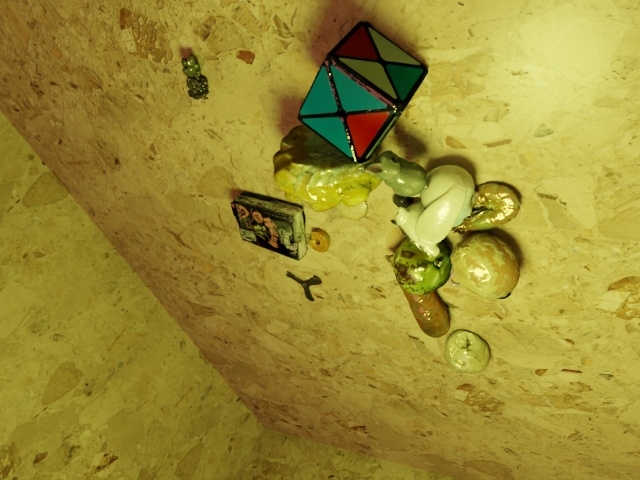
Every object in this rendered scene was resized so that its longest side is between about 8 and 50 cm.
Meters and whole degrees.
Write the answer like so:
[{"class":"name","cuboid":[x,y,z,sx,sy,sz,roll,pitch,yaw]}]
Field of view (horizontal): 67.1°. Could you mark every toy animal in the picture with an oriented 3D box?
[{"class":"toy animal","cuboid":[0.355,-0.113,1.535,0.174,0.249,0.289,17,109,-29]},{"class":"toy animal","cuboid":[0.218,-0.206,1.417,0.138,0.108,0.236,24,-179,42]}]

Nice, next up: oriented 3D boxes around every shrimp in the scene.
[{"class":"shrimp","cuboid":[0.511,-0.091,1.550,0.145,0.061,0.267,49,143,-2]}]

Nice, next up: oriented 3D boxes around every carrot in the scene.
[{"class":"carrot","cuboid":[0.415,0.257,1.917,0.139,0.138,0.301,-16,118,45]}]

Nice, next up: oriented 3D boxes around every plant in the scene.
[{"class":"plant","cuboid":[-0.454,-0.587,1.739,0.085,0.087,0.174,-7,137,3]}]

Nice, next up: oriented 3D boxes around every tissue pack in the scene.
[{"class":"tissue pack","cuboid":[-0.209,-0.060,2.058,0.333,0.123,0.244,18,137,26]}]

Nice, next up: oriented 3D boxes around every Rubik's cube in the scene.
[{"class":"Rubik's cube","cuboid":[0.117,-0.411,1.362,0.248,0.250,0.246,35,142,-3]}]

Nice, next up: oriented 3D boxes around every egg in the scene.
[{"class":"egg","cuboid":[0.547,0.084,1.591,0.245,0.203,0.203,38,142,-12]}]

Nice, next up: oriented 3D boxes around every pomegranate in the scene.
[{"class":"pomegranate","cuboid":[0.332,0.066,1.725,0.277,0.222,0.204,28,161,39]}]

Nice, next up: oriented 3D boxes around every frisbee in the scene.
[{"class":"frisbee","cuboid":[-0.085,0.200,2.316,0.187,0.012,0.211,33,141,5]}]

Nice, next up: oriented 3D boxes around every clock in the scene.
[{"class":"clock","cuboid":[0.290,-0.142,1.695,0.074,0.010,0.083,40,141,-5]}]

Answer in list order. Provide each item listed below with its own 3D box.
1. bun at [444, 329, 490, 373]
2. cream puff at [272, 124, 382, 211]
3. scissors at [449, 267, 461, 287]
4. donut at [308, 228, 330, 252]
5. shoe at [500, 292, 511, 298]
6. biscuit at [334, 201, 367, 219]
[{"class":"bun","cuboid":[0.602,0.470,1.999,0.179,0.128,0.193,9,132,31]},{"class":"cream puff","cuboid":[0.020,-0.220,1.577,0.379,0.378,0.275,21,139,17]},{"class":"scissors","cuboid":[0.496,0.098,1.781,0.110,0.021,0.212,23,140,12]},{"class":"donut","cuboid":[0.000,0.000,2.025,0.097,0.043,0.108,34,141,6]},{"class":"shoe","cuboid":[0.604,0.163,1.739,0.159,0.062,0.053,16,135,29]},{"class":"biscuit","cuboid":[0.109,-0.136,1.826,0.152,0.020,0.152,20,138,19]}]
